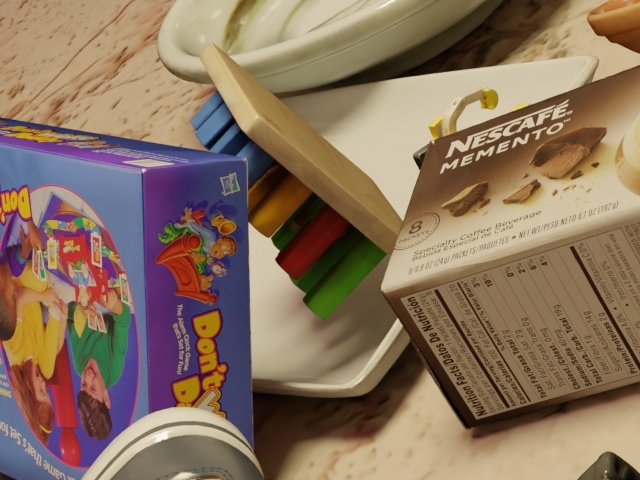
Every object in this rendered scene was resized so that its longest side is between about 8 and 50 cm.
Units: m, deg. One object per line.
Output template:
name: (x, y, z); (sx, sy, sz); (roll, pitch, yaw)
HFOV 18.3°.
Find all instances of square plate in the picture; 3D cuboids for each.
square plate: (0.000, 0.000, 1.446); (0.347, 0.049, 0.344); (-4, 39, 46)

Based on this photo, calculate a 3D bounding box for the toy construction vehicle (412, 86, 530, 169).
toy construction vehicle: (0.107, -0.068, 1.345); (0.098, 0.035, 0.086); (-44, 28, -22)

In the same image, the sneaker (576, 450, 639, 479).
sneaker: (0.108, 0.222, 0.901); (0.130, 0.109, 0.286); (-33, 17, 25)

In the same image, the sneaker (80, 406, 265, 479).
sneaker: (-0.131, 0.241, 1.006); (0.321, 0.126, 0.127); (-58, 26, 13)

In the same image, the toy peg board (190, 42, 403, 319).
toy peg board: (-0.026, -0.032, 1.311); (0.079, 0.161, 0.161); (-47, 25, 7)

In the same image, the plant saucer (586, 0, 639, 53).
plant saucer: (0.263, -0.161, 1.222); (0.200, 0.037, 0.200); (-22, 6, 3)

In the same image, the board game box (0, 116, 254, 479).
board game box: (-0.176, 0.045, 1.337); (0.078, 0.233, 0.347); (-8, 12, -36)

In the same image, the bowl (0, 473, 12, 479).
bowl: (-0.305, 0.194, 1.459); (0.142, 0.053, 0.142); (-41, 28, -12)

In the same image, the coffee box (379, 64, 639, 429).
coffee box: (0.201, -0.016, 1.159); (0.297, 0.119, 0.168); (-19, 29, 28)

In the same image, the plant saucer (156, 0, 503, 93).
plant saucer: (0.054, -0.226, 1.703); (0.400, 0.100, 0.400); (-26, 24, 13)
